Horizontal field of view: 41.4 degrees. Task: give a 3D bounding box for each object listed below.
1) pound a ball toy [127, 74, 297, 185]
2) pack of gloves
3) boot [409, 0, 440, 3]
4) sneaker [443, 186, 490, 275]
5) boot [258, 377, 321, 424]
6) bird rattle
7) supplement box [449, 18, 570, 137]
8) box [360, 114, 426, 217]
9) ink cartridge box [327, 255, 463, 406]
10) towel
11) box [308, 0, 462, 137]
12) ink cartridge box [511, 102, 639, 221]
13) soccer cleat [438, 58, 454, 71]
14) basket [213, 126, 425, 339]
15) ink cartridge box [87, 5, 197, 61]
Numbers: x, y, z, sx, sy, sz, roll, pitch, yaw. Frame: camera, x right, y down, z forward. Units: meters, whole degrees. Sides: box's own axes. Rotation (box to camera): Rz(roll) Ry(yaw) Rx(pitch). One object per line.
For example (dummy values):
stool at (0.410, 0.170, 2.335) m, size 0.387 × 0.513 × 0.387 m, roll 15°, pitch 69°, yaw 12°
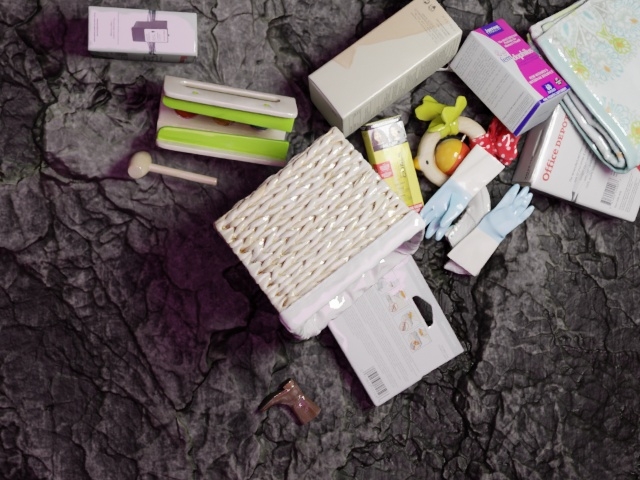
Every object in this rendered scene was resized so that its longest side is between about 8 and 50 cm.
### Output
pound a ball toy at (-0.227, -0.222, 1.762) m, size 0.319 × 0.135 × 0.208 m, roll 8°, pitch 120°, yaw -12°
pack of gloves at (0.340, -0.058, 1.839) m, size 0.195 × 0.046 × 0.232 m, roll 37°, pitch 103°, yaw -10°
boot at (0.190, -0.631, 1.795) m, size 0.247 × 0.094 × 0.207 m, roll 23°, pitch 96°, yaw -20°
sneaker at (0.326, -0.027, 1.909) m, size 0.094 × 0.080 × 0.212 m, roll 7°, pitch 97°, yaw 0°
boot at (-0.068, 0.381, 1.898) m, size 0.106 × 0.037 × 0.114 m, roll -40°, pitch 107°, yaw -2°
bird rattle at (0.312, -0.212, 1.882) m, size 0.254 × 0.143 × 0.206 m, roll 25°, pitch 103°, yaw -26°
supplement box at (0.401, -0.348, 1.805) m, size 0.111 × 0.114 × 0.220 m, roll -30°, pitch 71°, yaw -33°
box at (0.160, -0.153, 1.865) m, size 0.087 × 0.058 × 0.232 m, roll -16°, pitch 100°, yaw -10°
ink cartridge box at (0.154, 0.195, 1.906) m, size 0.239 × 0.060 × 0.275 m, roll -31°, pitch 101°, yaw -7°
towel at (0.657, -0.369, 1.850) m, size 0.321 × 0.090 × 0.374 m, roll -33°, pitch 88°, yaw -22°
box at (0.133, -0.364, 1.778) m, size 0.311 × 0.148 × 0.121 m, roll -36°, pitch 81°, yaw -6°
ink cartridge box at (0.599, -0.178, 1.920) m, size 0.273 × 0.114 × 0.196 m, roll 18°, pitch 92°, yaw -14°
soccer cleat at (0.287, -0.388, 1.874) m, size 0.083 × 0.035 × 0.029 m, roll -3°, pitch 97°, yaw -11°
basket at (0.000, 0.000, 1.696) m, size 0.331 × 0.328 × 0.266 m, roll -40°, pitch 80°, yaw -3°
ink cartridge box at (-0.352, -0.407, 1.687) m, size 0.209 × 0.153 × 0.086 m, roll 1°, pitch 95°, yaw -12°
